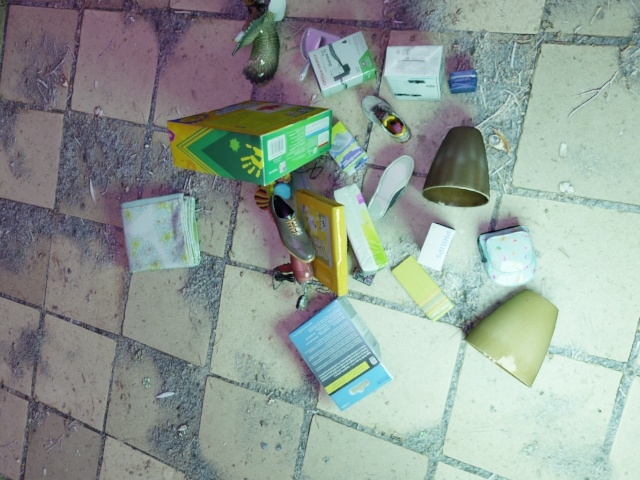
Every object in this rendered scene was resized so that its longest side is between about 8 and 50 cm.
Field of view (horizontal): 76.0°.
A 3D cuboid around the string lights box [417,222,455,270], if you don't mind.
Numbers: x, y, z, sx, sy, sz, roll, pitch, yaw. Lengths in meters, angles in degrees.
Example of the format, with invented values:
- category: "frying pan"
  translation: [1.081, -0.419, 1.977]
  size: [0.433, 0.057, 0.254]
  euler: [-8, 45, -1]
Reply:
- category: "string lights box"
  translation: [0.387, 0.014, 1.350]
  size: [0.076, 0.259, 0.134]
  euler: [22, 99, 16]

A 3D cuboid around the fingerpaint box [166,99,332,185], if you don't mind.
- category: "fingerpaint box"
  translation: [-0.221, -0.355, 1.412]
  size: [0.370, 0.445, 0.163]
  euler: [15, 122, 23]

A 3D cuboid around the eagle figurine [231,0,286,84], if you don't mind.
- category: "eagle figurine"
  translation: [-0.247, -0.783, 1.556]
  size: [0.225, 0.226, 0.299]
  euler: [-34, 60, 53]

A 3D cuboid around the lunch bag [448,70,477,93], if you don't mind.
- category: "lunch bag"
  translation: [0.482, -0.542, 1.394]
  size: [0.098, 0.067, 0.065]
  euler: [3, 93, 20]

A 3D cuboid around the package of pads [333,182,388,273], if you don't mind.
- category: "package of pads"
  translation: [0.138, -0.027, 1.439]
  size: [0.101, 0.229, 0.297]
  euler: [-20, 79, 2]

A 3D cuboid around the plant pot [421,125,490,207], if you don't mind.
- category: "plant pot"
  translation: [0.462, -0.250, 1.360]
  size: [0.215, 0.215, 0.231]
  euler: [8, 80, 18]

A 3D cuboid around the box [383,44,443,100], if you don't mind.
- category: "box"
  translation: [0.313, -0.535, 1.335]
  size: [0.169, 0.290, 0.087]
  euler: [7, 96, 16]

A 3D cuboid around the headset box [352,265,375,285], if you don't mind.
- category: "headset box"
  translation: [0.163, 0.127, 1.549]
  size: [0.083, 0.032, 0.062]
  euler: [24, 99, 17]

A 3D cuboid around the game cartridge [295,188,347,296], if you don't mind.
- category: "game cartridge"
  translation: [0.000, 0.000, 1.459]
  size: [0.285, 0.052, 0.324]
  euler: [30, 128, 55]

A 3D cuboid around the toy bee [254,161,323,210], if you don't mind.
- category: "toy bee"
  translation: [-0.164, -0.250, 1.569]
  size: [0.298, 0.195, 0.162]
  euler: [-42, 120, 10]

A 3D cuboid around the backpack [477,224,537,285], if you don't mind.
- category: "backpack"
  translation: [0.616, 0.056, 1.340]
  size: [0.165, 0.144, 0.189]
  euler: [-13, 91, 13]

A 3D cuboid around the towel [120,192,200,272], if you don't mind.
- category: "towel"
  translation: [-0.708, -0.030, 1.804]
  size: [0.374, 0.090, 0.321]
  euler: [-6, 90, 19]

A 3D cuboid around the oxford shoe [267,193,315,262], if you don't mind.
- category: "oxford shoe"
  translation: [-0.107, -0.042, 1.444]
  size: [0.096, 0.098, 0.271]
  euler: [-32, 81, -14]

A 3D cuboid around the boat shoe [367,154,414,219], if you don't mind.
- category: "boat shoe"
  translation: [0.256, -0.188, 1.480]
  size: [0.095, 0.079, 0.255]
  euler: [28, 103, 13]

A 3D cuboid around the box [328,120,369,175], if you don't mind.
- category: "box"
  translation: [0.090, -0.346, 1.547]
  size: [0.109, 0.042, 0.178]
  euler: [-39, 80, 16]

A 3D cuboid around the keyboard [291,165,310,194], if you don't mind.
- category: "keyboard"
  translation: [-0.108, -0.312, 1.632]
  size: [0.072, 0.014, 0.256]
  euler: [-18, 86, 23]

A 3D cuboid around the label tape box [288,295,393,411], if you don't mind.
- category: "label tape box"
  translation: [0.081, 0.421, 1.551]
  size: [0.249, 0.115, 0.348]
  euler: [-39, 83, 16]

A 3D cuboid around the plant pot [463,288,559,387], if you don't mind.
- category: "plant pot"
  translation: [0.637, 0.294, 1.316]
  size: [0.237, 0.237, 0.254]
  euler: [38, 89, 13]

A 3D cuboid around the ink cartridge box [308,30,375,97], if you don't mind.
- category: "ink cartridge box"
  translation: [0.076, -0.637, 1.489]
  size: [0.208, 0.087, 0.153]
  euler: [-21, 90, 5]

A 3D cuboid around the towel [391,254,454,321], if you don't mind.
- category: "towel"
  translation: [0.371, 0.174, 1.491]
  size: [0.102, 0.021, 0.237]
  euler: [-41, 79, 10]

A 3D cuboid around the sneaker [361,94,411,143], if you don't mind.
- category: "sneaker"
  translation: [0.235, -0.446, 1.467]
  size: [0.225, 0.092, 0.088]
  euler: [44, 104, 12]

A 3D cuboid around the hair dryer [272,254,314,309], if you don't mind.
- category: "hair dryer"
  translation: [-0.116, 0.105, 1.553]
  size: [0.223, 0.080, 0.294]
  euler: [34, 119, 33]

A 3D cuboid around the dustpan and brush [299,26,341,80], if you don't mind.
- category: "dustpan and brush"
  translation: [-0.029, -0.704, 1.560]
  size: [0.147, 0.060, 0.211]
  euler: [25, 100, 15]
